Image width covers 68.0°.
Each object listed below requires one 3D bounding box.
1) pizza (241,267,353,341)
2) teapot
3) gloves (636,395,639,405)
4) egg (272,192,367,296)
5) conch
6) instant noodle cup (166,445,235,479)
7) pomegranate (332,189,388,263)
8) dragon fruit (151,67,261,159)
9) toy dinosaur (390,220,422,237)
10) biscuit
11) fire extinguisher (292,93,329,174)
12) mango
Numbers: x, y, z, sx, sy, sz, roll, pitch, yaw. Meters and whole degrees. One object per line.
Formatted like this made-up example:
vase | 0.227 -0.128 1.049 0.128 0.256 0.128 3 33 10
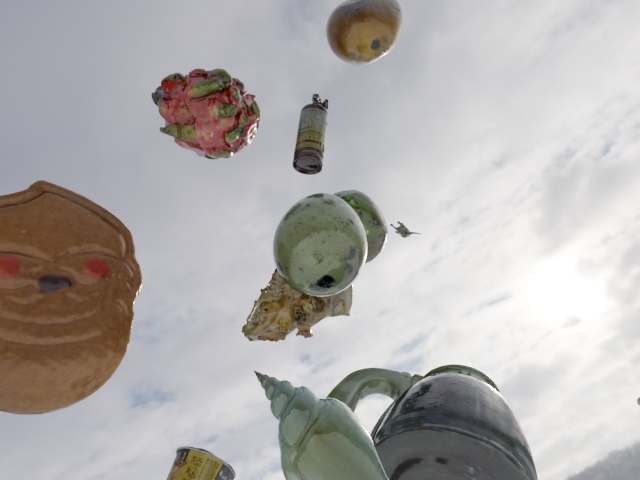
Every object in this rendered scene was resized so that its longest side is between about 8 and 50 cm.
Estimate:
pizza | -0.037 0.123 0.997 0.296 0.071 0.189 -11 -70 -40
teapot | 0.176 0.329 0.772 0.321 0.239 0.240 -19 -76 27
gloves | 0.488 0.214 0.542 0.140 0.219 0.131 25 -72 -13
egg | 0.000 0.000 0.897 0.176 0.228 0.177 2 -46 2
conch | -0.002 0.181 0.404 0.088 0.180 0.065 -47 -21 -1
instant noodle cup | -0.279 0.543 1.039 0.151 0.122 0.152 13 -49 15
pomegranate | 0.057 -0.022 1.247 0.263 0.211 0.211 -18 -38 -27
dragon fruit | -0.307 -0.348 1.278 0.237 0.302 0.231 -63 -25 -4
toy dinosaur | 0.241 -0.031 1.393 0.058 0.180 0.037 31 -84 -11
biscuit | -0.514 0.089 0.897 0.349 0.456 0.078 9 -32 -43
fire extinguisher | -0.024 -0.279 1.187 0.075 0.252 0.106 13 -28 -15
mango | 0.115 -0.557 1.222 0.192 0.316 0.146 -1 -49 11
